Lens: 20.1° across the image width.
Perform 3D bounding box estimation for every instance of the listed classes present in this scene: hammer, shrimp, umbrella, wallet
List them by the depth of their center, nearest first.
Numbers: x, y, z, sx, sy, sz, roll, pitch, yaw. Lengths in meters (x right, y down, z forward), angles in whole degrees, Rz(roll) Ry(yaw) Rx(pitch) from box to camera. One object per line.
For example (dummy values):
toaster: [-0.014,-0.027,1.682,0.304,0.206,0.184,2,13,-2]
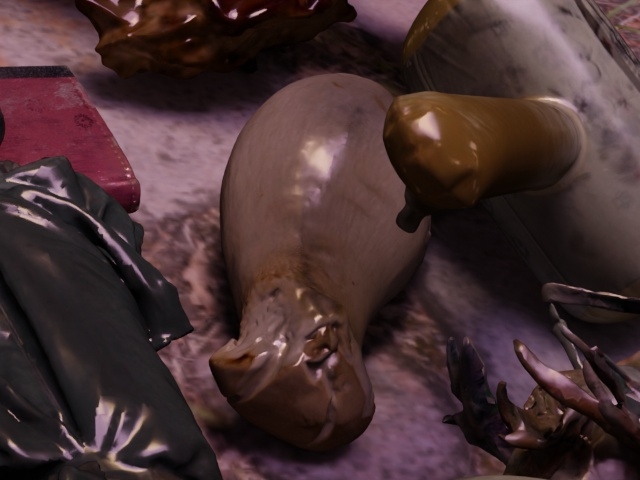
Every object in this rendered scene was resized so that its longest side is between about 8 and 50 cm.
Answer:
umbrella: [-0.109,0.061,0.714,0.143,0.094,0.349,9,37,-40]
shrimp: [0.135,0.088,0.782,0.372,0.137,0.172,8,-5,-30]
hammer: [0.093,-0.043,0.843,0.202,0.113,0.305,53,20,7]
wallet: [-0.212,-0.043,0.875,0.232,0.025,0.119,-5,42,-30]

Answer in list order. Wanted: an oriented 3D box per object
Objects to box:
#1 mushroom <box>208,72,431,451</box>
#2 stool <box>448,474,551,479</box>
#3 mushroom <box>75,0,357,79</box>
mushroom: [0.000,0.000,0.858,0.116,0.093,0.225,38,28,-10]
stool: [0.039,0.200,0.517,0.195,0.195,0.198,31,41,17]
mushroom: [-0.161,-0.281,0.993,0.331,0.334,0.356,-14,35,-41]
